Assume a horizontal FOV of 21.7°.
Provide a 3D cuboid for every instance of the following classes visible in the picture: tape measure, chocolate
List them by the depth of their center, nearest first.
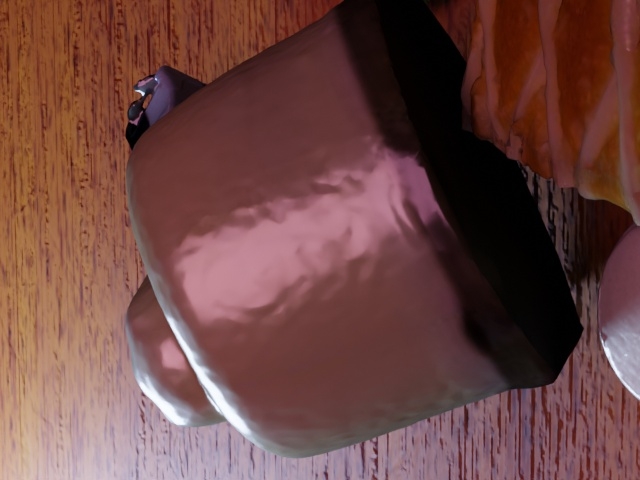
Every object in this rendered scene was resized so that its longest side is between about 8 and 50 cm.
[{"bbox_3d":[0.000,0.000,1.250,0.297,0.326,0.314,-23,92,19],"label":"chocolate"},{"bbox_3d":[-0.075,-0.058,1.454,0.107,0.181,0.182,-61,25,23],"label":"tape measure"}]

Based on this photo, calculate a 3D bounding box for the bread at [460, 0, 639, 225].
[{"bbox_3d":[0.280,-0.188,1.016,0.371,0.279,0.390,-136,48,-63],"label":"bread"}]

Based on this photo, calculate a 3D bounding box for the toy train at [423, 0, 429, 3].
[{"bbox_3d":[0.122,-0.273,1.354,0.209,0.042,0.044,-61,37,28],"label":"toy train"}]

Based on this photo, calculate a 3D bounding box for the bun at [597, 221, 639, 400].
[{"bbox_3d":[0.292,0.048,1.212,0.172,0.120,0.173,8,101,46],"label":"bun"}]
